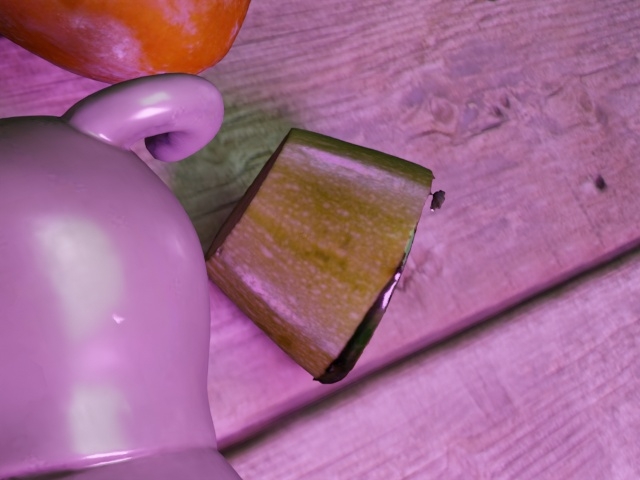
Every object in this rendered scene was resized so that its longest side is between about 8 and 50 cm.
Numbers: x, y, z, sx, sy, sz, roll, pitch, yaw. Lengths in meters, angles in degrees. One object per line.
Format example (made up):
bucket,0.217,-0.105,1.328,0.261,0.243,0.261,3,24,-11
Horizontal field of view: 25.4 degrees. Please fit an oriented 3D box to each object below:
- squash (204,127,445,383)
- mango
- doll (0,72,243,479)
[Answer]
squash,0.000,0.000,0.994,0.123,0.170,0.170,33,45,-6
mango,-0.191,-0.262,0.941,0.384,0.199,0.221,53,28,-22
doll,-0.144,0.102,0.759,0.215,0.226,0.370,30,49,-68
